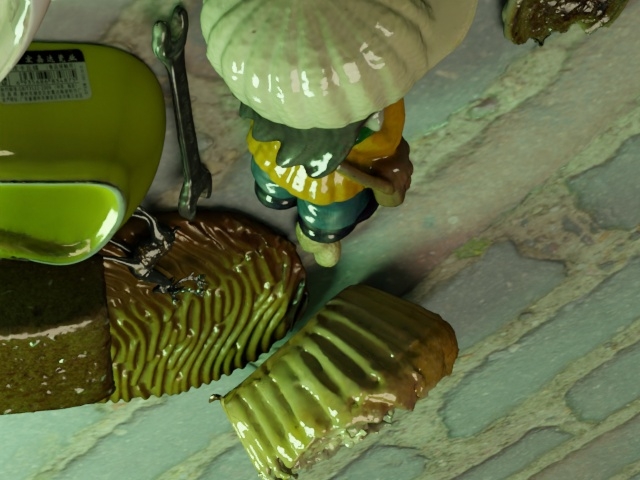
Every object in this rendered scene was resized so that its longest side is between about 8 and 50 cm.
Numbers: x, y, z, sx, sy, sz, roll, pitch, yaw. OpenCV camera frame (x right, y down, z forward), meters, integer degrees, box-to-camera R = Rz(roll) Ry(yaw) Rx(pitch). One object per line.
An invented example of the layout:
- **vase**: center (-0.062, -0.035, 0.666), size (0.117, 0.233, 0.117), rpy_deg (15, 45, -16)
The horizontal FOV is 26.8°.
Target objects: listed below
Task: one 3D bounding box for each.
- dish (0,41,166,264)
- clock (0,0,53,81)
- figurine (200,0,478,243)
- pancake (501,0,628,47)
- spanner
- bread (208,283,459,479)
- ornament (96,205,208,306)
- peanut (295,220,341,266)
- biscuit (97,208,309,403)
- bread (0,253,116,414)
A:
- **dish**: center (-0.247, -0.056, 1.116), size (0.262, 0.108, 0.221), rpy_deg (6, 137, -34)
- **clock**: center (-0.292, -0.242, 0.715), size (0.368, 0.250, 0.376), rpy_deg (-1, 148, -24)
- **figurine**: center (-0.006, -0.118, 1.085), size (0.204, 0.185, 0.332), rpy_deg (-39, 156, -40)
- **pancake**: center (0.220, -0.219, 1.195), size (0.130, 0.022, 0.116), rpy_deg (-19, 146, -9)
- **spanner**: center (-0.118, -0.105, 1.163), size (0.015, 0.054, 0.254), rpy_deg (19, 147, 14)
- **bread**: center (0.019, 0.152, 1.464), size (0.274, 0.149, 0.274), rpy_deg (-39, 178, -1)
- **ornament**: center (-0.151, 0.016, 1.271), size (0.125, 0.028, 0.073), rpy_deg (35, 107, -29)
- **peanut**: center (0.000, 0.000, 1.375), size (0.037, 0.037, 0.083), rpy_deg (-28, 139, 12)
- **biscuit**: center (-0.165, 0.078, 1.399), size (0.318, 0.040, 0.318), rpy_deg (-12, 144, -9)
- **bread**: center (-0.394, 0.091, 1.210), size (0.417, 0.113, 0.165), rpy_deg (-3, 146, -13)
